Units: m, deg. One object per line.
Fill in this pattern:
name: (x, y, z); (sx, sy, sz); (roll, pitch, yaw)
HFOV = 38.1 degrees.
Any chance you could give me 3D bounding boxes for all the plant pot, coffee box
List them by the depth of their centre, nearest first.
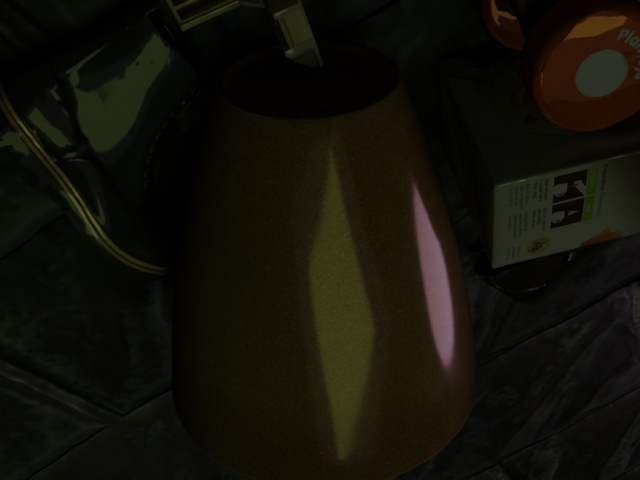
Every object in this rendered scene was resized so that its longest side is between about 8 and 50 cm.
plant pot: (0.000, 0.000, 0.652); (0.237, 0.237, 0.254); (-11, 127, -13)
coffee box: (0.224, -0.085, 0.680); (0.247, 0.141, 0.098); (-13, 140, -1)

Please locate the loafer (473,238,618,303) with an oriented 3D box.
loafer: (0.210, -0.021, 0.809); (0.078, 0.080, 0.220); (5, 134, -29)

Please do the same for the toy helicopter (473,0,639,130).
toy helicopter: (0.200, -0.248, 0.517); (0.235, 0.140, 0.355); (-15, 128, 3)

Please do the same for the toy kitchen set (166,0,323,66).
toy kitchen set: (-0.046, -0.129, 0.570); (0.075, 0.083, 0.068); (-23, 140, 2)

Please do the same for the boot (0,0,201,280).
boot: (-0.117, -0.061, 0.630); (0.137, 0.077, 0.198); (-32, 141, 5)
